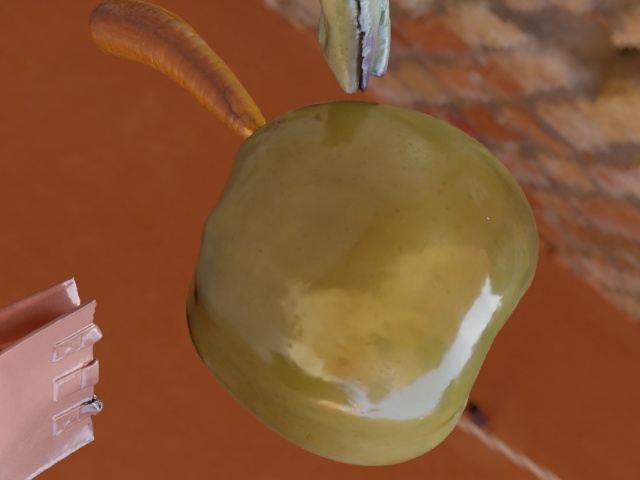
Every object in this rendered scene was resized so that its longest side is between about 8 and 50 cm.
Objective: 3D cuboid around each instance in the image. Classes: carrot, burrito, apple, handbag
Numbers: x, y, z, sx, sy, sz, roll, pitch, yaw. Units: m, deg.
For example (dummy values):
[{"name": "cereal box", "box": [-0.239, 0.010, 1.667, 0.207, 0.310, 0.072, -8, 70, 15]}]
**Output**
[{"name": "carrot", "box": [-0.130, -0.167, 1.586, 0.066, 0.271, 0.062, -55, 139, -5]}, {"name": "burrito", "box": [0.011, -0.249, 1.307, 0.096, 0.066, 0.309, -79, 162, -47]}, {"name": "apple", "box": [0.027, 0.032, 1.271, 0.262, 0.262, 0.262, -48, 179, -1]}, {"name": "handbag", "box": [-0.289, 0.147, 1.719, 0.157, 0.059, 0.212, -30, 144, -33]}]
